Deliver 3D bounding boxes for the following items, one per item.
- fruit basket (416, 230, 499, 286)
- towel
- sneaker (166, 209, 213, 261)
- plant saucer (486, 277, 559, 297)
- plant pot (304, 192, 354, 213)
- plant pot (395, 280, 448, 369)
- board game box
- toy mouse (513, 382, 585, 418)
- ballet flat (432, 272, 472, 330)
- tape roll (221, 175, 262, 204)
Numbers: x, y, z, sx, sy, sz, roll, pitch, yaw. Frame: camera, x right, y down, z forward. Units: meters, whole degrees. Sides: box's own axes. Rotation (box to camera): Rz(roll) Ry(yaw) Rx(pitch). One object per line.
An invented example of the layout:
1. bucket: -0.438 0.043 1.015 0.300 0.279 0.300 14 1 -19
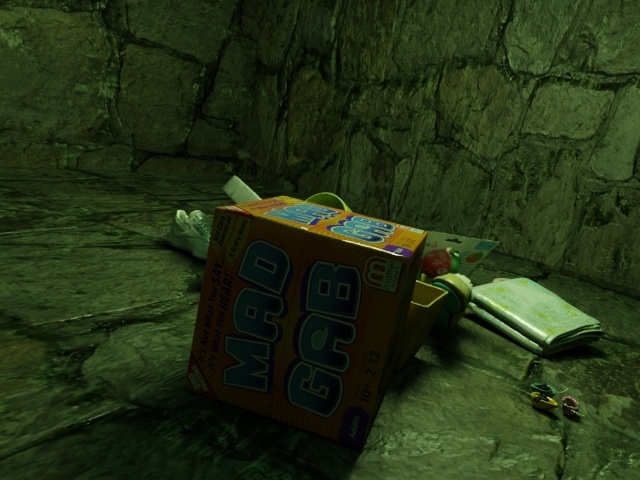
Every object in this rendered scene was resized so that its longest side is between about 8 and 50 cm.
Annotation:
1. fruit basket: 0.329 0.101 1.744 0.326 0.353 0.166 7 55 -25
2. towel: 0.701 0.239 1.886 0.320 0.090 0.374 -3 24 -35
3. sneaker: -0.411 -0.017 1.956 0.305 0.152 0.114 20 12 28
4. plant saucer: 0.795 0.225 2.214 0.331 0.084 0.332 12 11 -2
5. plant pot: 0.069 -0.004 2.213 0.274 0.275 0.293 23 -4 42
6. plant pot: 0.176 0.200 1.431 0.212 0.187 0.212 18 13 24
7. board game box: -0.009 0.129 1.156 0.356 0.357 0.356 15 12 14
8. toy mouse: 0.559 0.381 1.350 0.161 0.031 0.143 22 15 38
9. ballet flat: 0.380 0.159 1.619 0.123 0.123 0.349 15 -23 12
10. tape roll: -0.183 -0.066 1.967 0.392 0.072 0.392 44 -2 2
